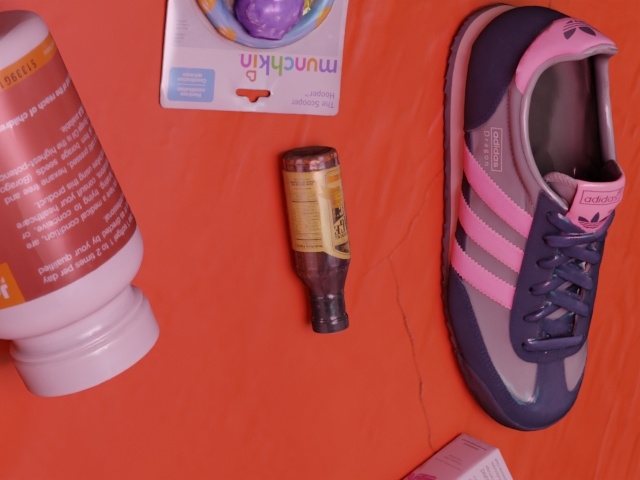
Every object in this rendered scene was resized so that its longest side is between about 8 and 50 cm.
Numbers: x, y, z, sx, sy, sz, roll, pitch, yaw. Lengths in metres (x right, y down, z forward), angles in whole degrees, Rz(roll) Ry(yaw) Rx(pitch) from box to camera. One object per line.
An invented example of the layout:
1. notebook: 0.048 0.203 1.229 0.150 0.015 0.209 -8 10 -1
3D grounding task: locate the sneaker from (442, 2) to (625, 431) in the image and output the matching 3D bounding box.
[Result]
1. sneaker: 0.160 -0.006 1.264 0.112 0.131 0.319 -14 105 -28

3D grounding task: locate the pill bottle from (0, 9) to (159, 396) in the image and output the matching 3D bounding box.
1. pill bottle: -0.181 -0.019 1.073 0.121 0.121 0.216 -31 112 -22

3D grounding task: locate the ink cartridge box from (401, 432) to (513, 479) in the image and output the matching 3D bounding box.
1. ink cartridge box: 0.089 0.215 1.306 0.122 0.052 0.088 -35 114 -19

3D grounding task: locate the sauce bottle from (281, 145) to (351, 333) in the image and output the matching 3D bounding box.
1. sauce bottle: 0.000 0.000 1.227 0.042 0.042 0.128 -15 107 -27

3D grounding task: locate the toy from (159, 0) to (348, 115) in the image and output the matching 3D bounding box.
1. toy: -0.026 -0.201 1.170 0.137 0.056 0.237 1 98 -28
